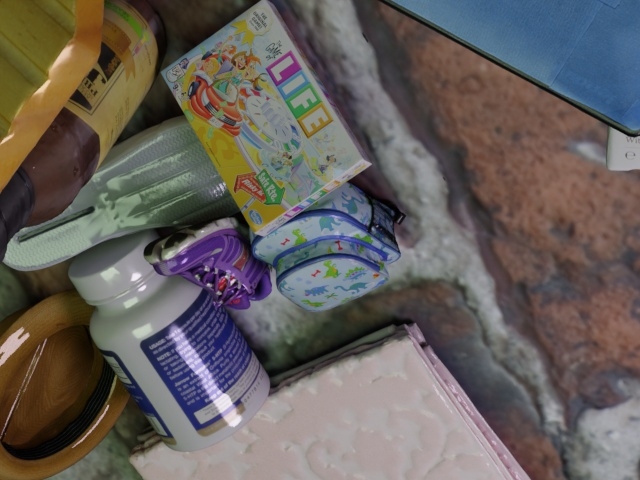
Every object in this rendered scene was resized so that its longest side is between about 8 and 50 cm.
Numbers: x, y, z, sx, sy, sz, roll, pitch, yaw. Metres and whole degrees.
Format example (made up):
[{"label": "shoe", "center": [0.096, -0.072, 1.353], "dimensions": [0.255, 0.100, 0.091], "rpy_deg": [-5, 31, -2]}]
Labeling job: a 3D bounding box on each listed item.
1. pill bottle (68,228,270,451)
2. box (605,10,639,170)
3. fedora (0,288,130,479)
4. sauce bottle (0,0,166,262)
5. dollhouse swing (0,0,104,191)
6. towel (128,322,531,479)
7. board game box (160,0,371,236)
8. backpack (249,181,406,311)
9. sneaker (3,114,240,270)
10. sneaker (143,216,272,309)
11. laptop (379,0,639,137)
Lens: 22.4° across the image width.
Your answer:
[{"label": "pill bottle", "center": [-0.134, 0.080, 1.405], "dimensions": [0.112, 0.112, 0.187], "rpy_deg": [-19, 115, 25]}, {"label": "box", "center": [0.293, -0.135, 1.108], "dimensions": [0.180, 0.182, 0.119], "rpy_deg": [4, 123, 14]}, {"label": "fedora", "center": [-0.254, 0.121, 1.457], "dimensions": [0.079, 0.194, 0.194], "rpy_deg": [30, 135, 41]}, {"label": "sauce bottle", "center": [-0.206, -0.082, 1.181], "dimensions": [0.111, 0.344, 0.111], "rpy_deg": [5, 122, 8]}, {"label": "dollhouse swing", "center": [-0.364, -0.156, 0.995], "dimensions": [0.315, 0.305, 0.347], "rpy_deg": [34, 97, -39]}, {"label": "towel", "center": [0.032, 0.250, 1.504], "dimensions": [0.331, 0.053, 0.317], "rpy_deg": [-24, 112, 27]}, {"label": "board game box", "center": [-0.043, -0.095, 1.257], "dimensions": [0.103, 0.026, 0.154], "rpy_deg": [-34, 76, 11]}, {"label": "backpack", "center": [0.000, 0.000, 1.309], "dimensions": [0.105, 0.084, 0.114], "rpy_deg": [-24, 142, 27]}, {"label": "sneaker", "center": [-0.152, -0.054, 1.343], "dimensions": [0.258, 0.091, 0.094], "rpy_deg": [-16, 113, 0]}, {"label": "sneaker", "center": [-0.080, 0.022, 1.321], "dimensions": [0.068, 0.170, 0.071], "rpy_deg": [-20, 78, 24]}, {"label": "laptop", "center": [0.115, -0.330, 0.918], "dimensions": [0.382, 0.236, 0.408], "rpy_deg": [30, 156, 9]}]
